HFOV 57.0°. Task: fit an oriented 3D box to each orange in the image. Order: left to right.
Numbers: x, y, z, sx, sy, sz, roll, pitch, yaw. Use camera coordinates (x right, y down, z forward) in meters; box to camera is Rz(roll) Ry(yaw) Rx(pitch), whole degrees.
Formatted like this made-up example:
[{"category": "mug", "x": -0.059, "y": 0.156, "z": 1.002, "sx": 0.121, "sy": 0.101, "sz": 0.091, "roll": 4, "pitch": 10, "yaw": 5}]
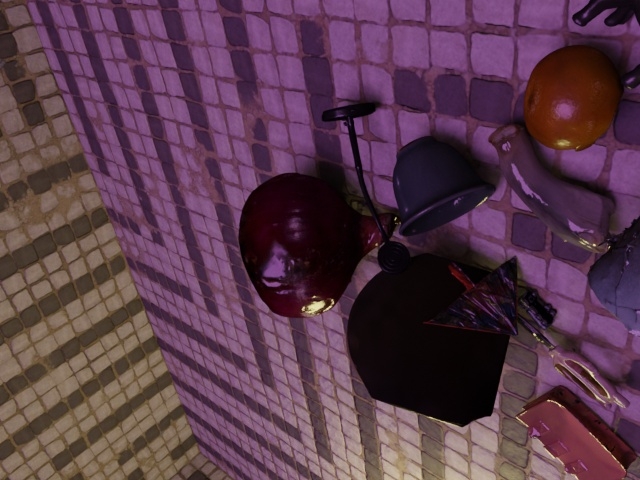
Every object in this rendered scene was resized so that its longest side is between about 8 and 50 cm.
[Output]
[{"category": "orange", "x": 0.376, "y": -0.210, "z": 0.873, "sx": 0.134, "sy": 0.155, "sz": 0.155, "roll": -2, "pitch": 128, "yaw": 1}]

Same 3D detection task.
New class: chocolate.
[{"category": "chocolate", "x": 0.217, "y": 0.212, "z": 1.278, "sx": 0.325, "sy": 0.314, "sz": 0.297, "roll": 14, "pitch": 166, "yaw": 9}]

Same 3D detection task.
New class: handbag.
[{"category": "handbag", "x": 0.548, "y": 0.429, "z": 1.279, "sx": 0.212, "sy": 0.059, "sz": 0.157, "roll": 46, "pitch": 143, "yaw": 14}]

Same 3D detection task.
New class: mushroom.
[{"category": "mushroom", "x": 0.390, "y": -0.086, "z": 1.000, "sx": 0.278, "sy": 0.099, "sz": 0.096, "roll": 47, "pitch": 139, "yaw": 14}]

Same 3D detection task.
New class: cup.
[{"category": "cup", "x": 0.211, "y": -0.116, "z": 1.128, "sx": 0.199, "sy": 0.199, "sz": 0.150, "roll": -44, "pitch": 66, "yaw": 55}]

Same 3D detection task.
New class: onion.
[{"category": "onion", "x": 0.000, "y": 0.000, "z": 1.378, "sx": 0.385, "sy": 0.348, "sz": 0.348, "roll": -11, "pitch": 115, "yaw": 15}]

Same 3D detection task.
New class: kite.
[{"category": "kite", "x": 0.313, "y": 0.117, "z": 1.151, "sx": 0.189, "sy": 0.232, "sz": 0.009, "roll": 50, "pitch": 169, "yaw": 14}]

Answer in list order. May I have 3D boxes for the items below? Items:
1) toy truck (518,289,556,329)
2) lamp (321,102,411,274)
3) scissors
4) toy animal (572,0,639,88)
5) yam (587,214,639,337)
[{"category": "toy truck", "x": 0.434, "y": 0.140, "z": 1.186, "sx": 0.083, "sy": 0.039, "sz": 0.044, "roll": 47, "pitch": 158, "yaw": 7}, {"category": "lamp", "x": 0.091, "y": -0.115, "z": 1.178, "sx": 0.108, "sy": 0.130, "sz": 0.371, "roll": 77, "pitch": -177, "yaw": -76}, {"category": "scissors", "x": 0.467, "y": 0.215, "z": 1.180, "sx": 0.317, "sy": 0.024, "sz": 0.160, "roll": 44, "pitch": 170, "yaw": 16}, {"category": "toy animal", "x": 0.424, "y": -0.315, "z": 0.762, "sx": 0.245, "sy": 0.114, "sz": 0.146, "roll": 47, "pitch": 154, "yaw": 1}, {"category": "yam", "x": 0.539, "y": -0.028, "z": 0.749, "sx": 0.241, "sy": 0.241, "sz": 0.348, "roll": 38, "pitch": 138, "yaw": 21}]
